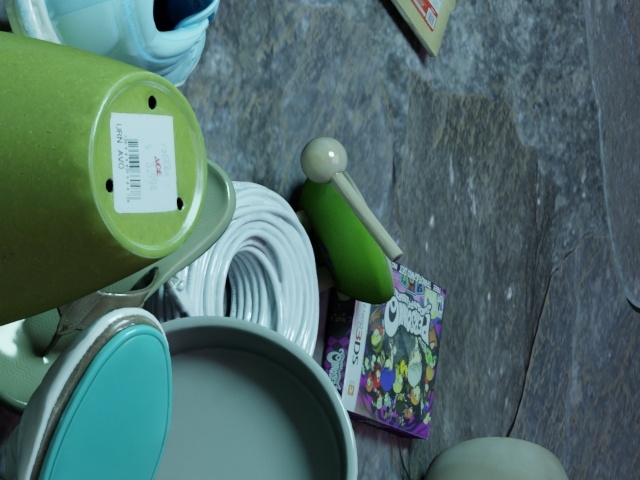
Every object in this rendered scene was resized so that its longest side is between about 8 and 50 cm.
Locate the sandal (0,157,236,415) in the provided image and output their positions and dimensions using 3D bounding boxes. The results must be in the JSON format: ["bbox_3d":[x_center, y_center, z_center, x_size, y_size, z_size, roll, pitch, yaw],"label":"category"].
[{"bbox_3d":[-0.195,0.024,1.298,0.120,0.086,0.303,42,70,-1],"label":"sandal"}]

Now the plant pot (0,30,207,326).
[{"bbox_3d":[-0.244,-0.048,1.116,0.275,0.293,0.275,3,86,-57],"label":"plant pot"}]

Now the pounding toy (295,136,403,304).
[{"bbox_3d":[0.000,0.000,1.657,0.183,0.110,0.237,62,-10,15],"label":"pounding toy"}]

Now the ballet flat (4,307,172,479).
[{"bbox_3d":[-0.221,0.235,1.240,0.139,0.139,0.400,-17,119,-57],"label":"ballet flat"}]

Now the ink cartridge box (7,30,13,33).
[{"bbox_3d":[-0.222,-0.131,1.381,0.224,0.056,0.181,-36,118,-51],"label":"ink cartridge box"}]

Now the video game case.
[{"bbox_3d":[0.083,0.134,1.854,0.232,0.042,0.210,29,66,-53],"label":"video game case"}]

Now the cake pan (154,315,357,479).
[{"bbox_3d":[-0.109,0.218,1.357,0.054,0.293,0.293,70,28,-71],"label":"cake pan"}]

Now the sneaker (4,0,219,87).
[{"bbox_3d":[-0.147,-0.204,1.340,0.366,0.150,0.135,-33,110,-74],"label":"sneaker"}]

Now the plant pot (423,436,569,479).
[{"bbox_3d":[0.230,0.423,1.871,0.280,0.323,0.323,-85,151,-43],"label":"plant pot"}]

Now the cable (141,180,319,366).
[{"bbox_3d":[-0.097,0.065,1.534,0.257,0.089,0.257,-41,123,-51],"label":"cable"}]

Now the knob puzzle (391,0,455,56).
[{"bbox_3d":[0.133,-0.378,1.968,0.213,0.030,0.213,4,85,-57],"label":"knob puzzle"}]

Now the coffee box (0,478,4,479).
[{"bbox_3d":[-0.368,0.211,1.091,0.246,0.098,0.141,41,55,-49],"label":"coffee box"}]
